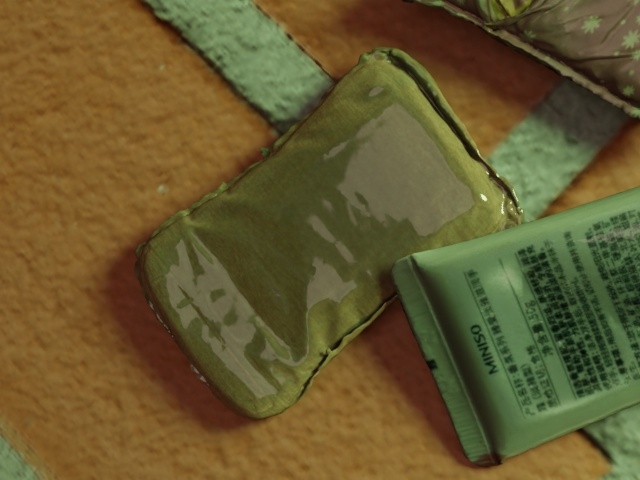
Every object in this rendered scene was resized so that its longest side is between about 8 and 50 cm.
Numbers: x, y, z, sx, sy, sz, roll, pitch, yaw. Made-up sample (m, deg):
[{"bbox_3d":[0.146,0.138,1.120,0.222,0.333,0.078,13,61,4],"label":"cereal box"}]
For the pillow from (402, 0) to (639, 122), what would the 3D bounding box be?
[{"bbox_3d":[0.145,-0.137,0.866,0.185,0.043,0.118,33,88,14],"label":"pillow"}]

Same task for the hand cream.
[{"bbox_3d":[0.209,0.009,0.822,0.341,0.078,0.124,-22,94,19],"label":"hand cream"}]

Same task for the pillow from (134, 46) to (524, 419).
[{"bbox_3d":[-0.002,-0.002,0.901,0.211,0.034,0.135,-38,79,11],"label":"pillow"}]
